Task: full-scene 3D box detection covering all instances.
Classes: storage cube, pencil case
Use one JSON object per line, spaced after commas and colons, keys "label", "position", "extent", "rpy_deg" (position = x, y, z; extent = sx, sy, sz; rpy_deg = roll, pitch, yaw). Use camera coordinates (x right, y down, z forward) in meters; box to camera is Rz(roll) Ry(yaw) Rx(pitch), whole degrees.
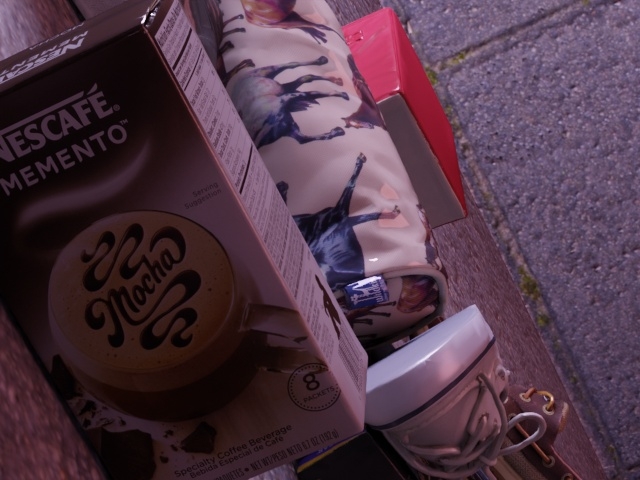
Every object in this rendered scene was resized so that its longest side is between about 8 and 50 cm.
{"label": "storage cube", "position": [0.040, -0.114, 1.957], "extent": [0.193, 0.183, 0.215], "rpy_deg": [-94, 158, -55]}
{"label": "pencil case", "position": [-0.028, -0.094, 1.638], "extent": [0.183, 0.160, 0.410], "rpy_deg": [-8, 66, -36]}

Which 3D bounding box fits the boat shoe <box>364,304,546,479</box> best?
{"label": "boat shoe", "position": [0.122, 0.157, 1.549], "extent": [0.156, 0.135, 0.367], "rpy_deg": [60, 6, 3]}

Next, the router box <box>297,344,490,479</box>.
{"label": "router box", "position": [0.103, 0.256, 1.662], "extent": [0.309, 0.081, 0.243], "rpy_deg": [53, 15, -16]}

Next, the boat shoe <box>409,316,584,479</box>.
{"label": "boat shoe", "position": [0.227, 0.218, 1.961], "extent": [0.342, 0.123, 0.123], "rpy_deg": [56, -5, 5]}

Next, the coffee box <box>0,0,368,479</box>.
{"label": "coffee box", "position": [-0.108, 0.009, 1.109], "extent": [0.297, 0.168, 0.119], "rpy_deg": [62, 13, -19]}

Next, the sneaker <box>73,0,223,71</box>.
{"label": "sneaker", "position": [-0.168, -0.248, 1.513], "extent": [0.147, 0.104, 0.296], "rpy_deg": [-91, 161, -65]}
